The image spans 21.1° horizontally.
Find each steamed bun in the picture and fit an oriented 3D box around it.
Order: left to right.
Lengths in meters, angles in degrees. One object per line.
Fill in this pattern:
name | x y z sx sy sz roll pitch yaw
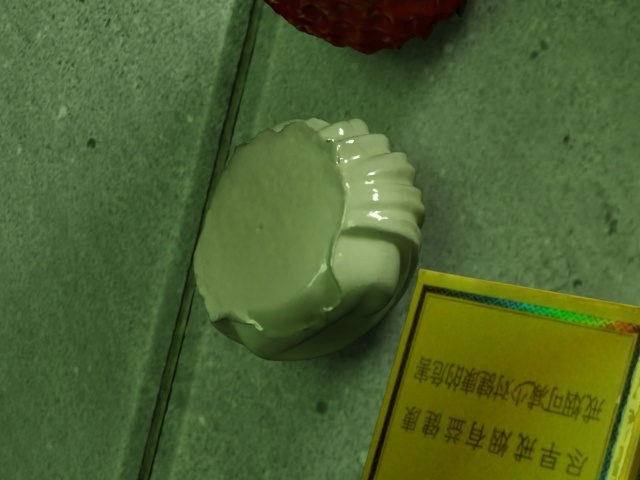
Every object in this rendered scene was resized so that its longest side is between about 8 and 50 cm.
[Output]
steamed bun | 0.000 0.000 1.203 0.183 0.106 0.183 -21 57 37

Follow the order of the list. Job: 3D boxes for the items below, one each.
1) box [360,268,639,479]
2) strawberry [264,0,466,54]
box | 0.112 0.180 1.046 0.193 0.084 0.301 10 81 44
strawberry | 0.008 -0.243 1.192 0.205 0.244 0.205 -15 65 35
